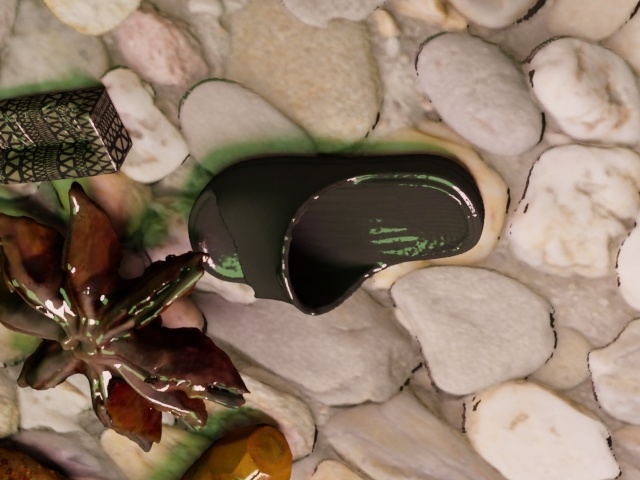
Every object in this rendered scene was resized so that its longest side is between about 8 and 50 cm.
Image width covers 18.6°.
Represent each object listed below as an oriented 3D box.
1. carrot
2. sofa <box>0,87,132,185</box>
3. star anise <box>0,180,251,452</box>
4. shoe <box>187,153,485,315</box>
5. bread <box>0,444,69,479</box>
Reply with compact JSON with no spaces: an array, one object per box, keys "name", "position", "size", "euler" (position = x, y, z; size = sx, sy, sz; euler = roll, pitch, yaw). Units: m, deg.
[{"name":"carrot","position":[-0.107,0.240,1.727],"size":[0.070,0.070,0.260],"euler":[34,135,-9]},{"name":"sofa","position":[-0.209,-0.079,1.501],"size":[0.118,0.039,0.060],"euler":[-5,127,25]},{"name":"star anise","position":[-0.172,0.070,1.582],"size":[0.288,0.088,0.288],"euler":[21,135,22]},{"name":"shoe","position":[0.000,0.000,1.450],"size":[0.241,0.093,0.108],"euler":[-7,128,25]},{"name":"bread","position":[-0.274,0.273,1.808],"size":[0.193,0.064,0.193],"euler":[20,133,22]}]
